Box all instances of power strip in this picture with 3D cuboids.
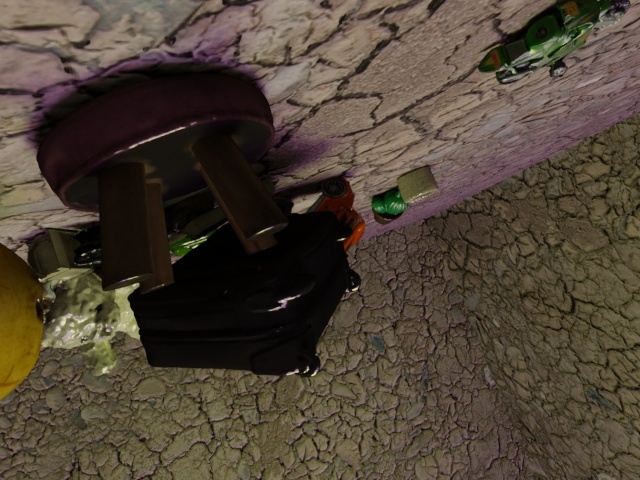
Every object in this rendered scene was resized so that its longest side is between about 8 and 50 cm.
[{"bbox_3d":[-0.174,-0.065,0.904,0.227,0.029,0.080,-34,179,-20],"label":"power strip"}]

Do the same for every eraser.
[{"bbox_3d":[0.017,-0.104,1.362,0.082,0.036,0.225,-16,173,-20],"label":"eraser"}]

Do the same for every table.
[{"bbox_3d":[-0.454,0.027,0.771,0.062,0.079,0.083,-23,172,7],"label":"table"}]

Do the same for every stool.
[{"bbox_3d":[-0.163,-0.055,0.536,0.272,0.178,0.272,-21,175,-2],"label":"stool"}]

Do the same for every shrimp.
[{"bbox_3d":[-0.308,-0.027,0.843,0.178,0.075,0.289,-34,166,33],"label":"shrimp"}]

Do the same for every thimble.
[{"bbox_3d":[0.313,-0.177,1.440,0.115,0.090,0.102,-27,171,41],"label":"thimble"}]

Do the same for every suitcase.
[{"bbox_3d":[-0.124,0.080,0.796,0.340,0.188,0.345,-6,-160,20],"label":"suitcase"}]

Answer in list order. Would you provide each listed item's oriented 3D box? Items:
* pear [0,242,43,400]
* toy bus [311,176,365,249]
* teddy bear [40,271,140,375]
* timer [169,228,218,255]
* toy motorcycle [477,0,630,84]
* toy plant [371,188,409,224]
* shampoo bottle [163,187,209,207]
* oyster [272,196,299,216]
[{"bbox_3d":[-0.463,0.100,0.491,0.281,0.280,0.281,-20,174,-2],"label":"pear"},{"bbox_3d":[0.000,0.000,1.097,0.329,0.153,0.143,-52,170,-30],"label":"toy bus"},{"bbox_3d":[-0.497,0.198,1.097,0.327,0.376,0.362,-61,-165,0],"label":"teddy bear"},{"bbox_3d":[-0.318,0.002,1.137,0.128,0.047,0.140,-20,176,-11],"label":"timer"},{"bbox_3d":[0.334,-0.290,0.646,0.106,0.074,0.190,-1,163,-43],"label":"toy motorcycle"},{"bbox_3d":[0.249,-0.130,1.636,0.143,0.105,0.200,-5,153,-11],"label":"toy plant"},{"bbox_3d":[-0.240,-0.079,0.718,0.191,0.041,0.069,-21,169,3],"label":"shampoo bottle"},{"bbox_3d":[-0.152,-0.008,1.208,0.162,0.158,0.351,6,149,-14],"label":"oyster"}]
